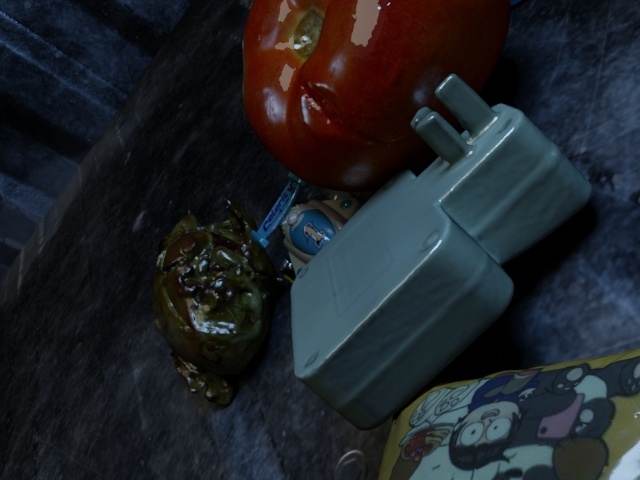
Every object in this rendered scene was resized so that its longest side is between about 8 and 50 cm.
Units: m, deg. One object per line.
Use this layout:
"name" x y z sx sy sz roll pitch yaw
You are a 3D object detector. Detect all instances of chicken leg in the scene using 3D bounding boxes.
"chicken leg" -0.156 0.031 0.975 0.212 0.140 0.361 -57 31 18

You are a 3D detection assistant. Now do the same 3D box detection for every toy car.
"toy car" 0.000 0.000 0.809 0.126 0.098 0.161 -57 27 4

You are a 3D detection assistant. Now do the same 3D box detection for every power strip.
"power strip" 0.075 -0.006 0.615 0.261 0.141 0.229 -45 13 10

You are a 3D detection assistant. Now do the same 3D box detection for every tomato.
"tomato" 0.058 -0.196 0.761 0.298 0.226 0.299 -8 81 54

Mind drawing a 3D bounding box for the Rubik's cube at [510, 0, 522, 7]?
"Rubik's cube" 0.198 -0.369 0.809 0.151 0.154 0.155 -22 45 45

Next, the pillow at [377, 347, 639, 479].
"pillow" 0.119 0.195 0.412 0.310 0.119 0.312 -21 39 46
